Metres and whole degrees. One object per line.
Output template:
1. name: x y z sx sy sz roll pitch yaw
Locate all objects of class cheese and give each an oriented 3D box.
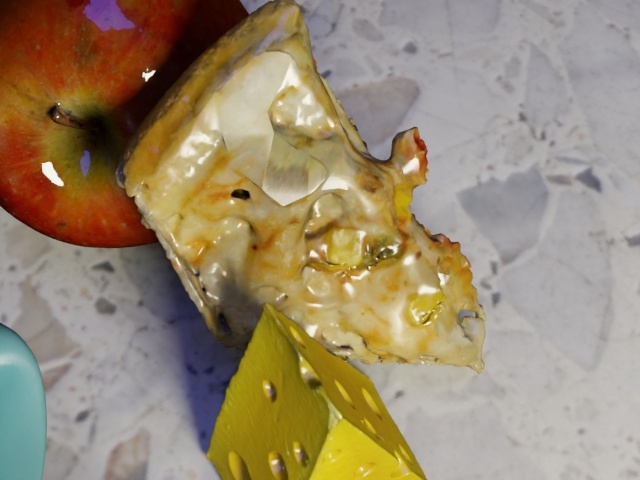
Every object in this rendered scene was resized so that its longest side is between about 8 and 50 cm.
1. cheese: -0.004 0.112 1.046 0.126 0.171 0.093 -24 60 -12

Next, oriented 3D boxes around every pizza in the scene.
1. pizza: 0.000 0.000 1.091 0.189 0.297 0.071 -38 24 -4

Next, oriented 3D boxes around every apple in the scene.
1. apple: -0.143 -0.111 1.176 0.230 0.230 0.230 -1 58 1

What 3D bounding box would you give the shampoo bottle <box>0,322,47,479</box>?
1. shampoo bottle: -0.373 0.151 0.941 0.343 0.331 0.331 18 60 11
